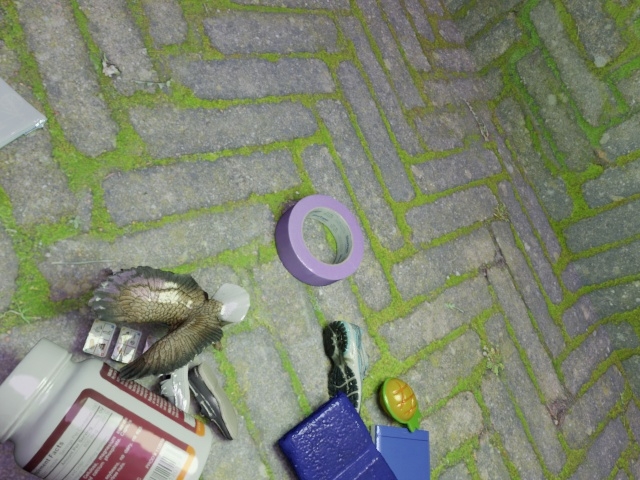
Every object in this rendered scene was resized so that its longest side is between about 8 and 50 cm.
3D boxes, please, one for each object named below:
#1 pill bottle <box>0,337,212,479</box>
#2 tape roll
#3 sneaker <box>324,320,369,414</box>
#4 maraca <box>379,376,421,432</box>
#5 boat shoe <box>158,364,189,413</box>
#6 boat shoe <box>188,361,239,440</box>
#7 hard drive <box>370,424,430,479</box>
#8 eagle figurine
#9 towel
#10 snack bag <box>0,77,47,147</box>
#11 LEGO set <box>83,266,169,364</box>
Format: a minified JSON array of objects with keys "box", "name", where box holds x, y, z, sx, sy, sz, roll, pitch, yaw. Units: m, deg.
[{"box":[-0.435,0.376,0.946,0.392,0.224,0.224,39,54,-15],"name":"pill bottle"},{"box":[0.000,0.000,1.489,0.275,0.090,0.274,13,65,-30],"name":"tape roll"},{"box":[0.099,0.374,1.394,0.122,0.110,0.282,12,69,-44],"name":"sneaker"},{"box":[0.246,0.493,1.449,0.185,0.099,0.127,48,40,-18],"name":"maraca"},{"box":[-0.345,0.334,1.121,0.063,0.066,0.184,14,64,-39],"name":"boat shoe"},{"box":[-0.265,0.399,1.173,0.065,0.075,0.206,-26,93,4],"name":"boat shoe"},{"box":[0.232,0.711,1.386,0.210,0.040,0.318,18,62,-28],"name":"hard drive"},{"box":[-0.318,0.184,1.061,0.298,0.227,0.225,29,70,-65],"name":"eagle figurine"},{"box":[0.047,0.589,1.268,0.228,0.076,0.308,-30,92,-26],"name":"towel"},{"box":[-0.858,-0.307,1.056,0.342,0.037,0.323,45,52,-11],"name":"snack bag"},{"box":[-0.445,0.172,1.153,0.182,0.060,0.244,30,57,-36],"name":"LEGO set"}]
